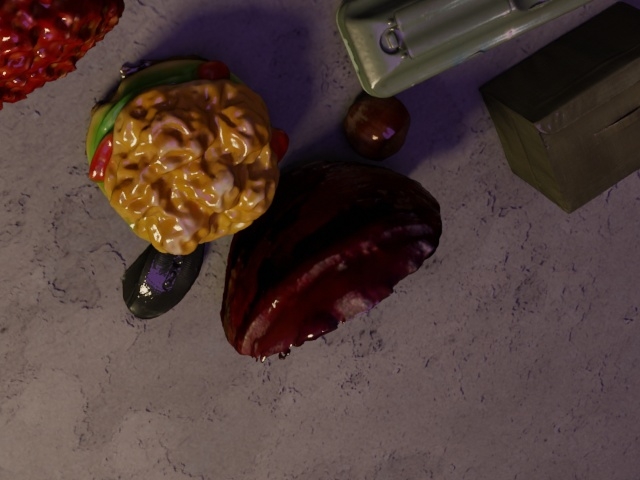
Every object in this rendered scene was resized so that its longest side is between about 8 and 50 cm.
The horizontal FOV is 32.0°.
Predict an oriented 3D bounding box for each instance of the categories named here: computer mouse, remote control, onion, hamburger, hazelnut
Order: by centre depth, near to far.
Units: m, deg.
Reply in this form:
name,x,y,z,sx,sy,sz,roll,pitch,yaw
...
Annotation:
name,x,y,z,sx,sy,sz,roll,pitch,yaw
hamburger,-0.146,-0.095,1.276,0.237,0.149,0.237,-9,117,-18
onion,0.000,0.000,1.327,0.314,0.280,0.146,-32,108,-6
remote control,0.187,-0.292,1.354,0.335,0.065,0.128,-26,103,-10
computer mouse,-0.192,0.044,1.385,0.079,0.047,0.135,28,100,-32
hazelnut,0.070,-0.142,1.388,0.086,0.086,0.086,-10,118,-18

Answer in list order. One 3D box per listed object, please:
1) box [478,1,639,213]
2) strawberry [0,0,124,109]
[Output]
name,x,y,z,sx,sy,sz,roll,pitch,yaw
box,0.357,-0.174,1.444,0.231,0.155,0.149,-33,123,-6
strawberry,-0.380,-0.243,1.065,0.343,0.292,0.292,-25,125,-38
